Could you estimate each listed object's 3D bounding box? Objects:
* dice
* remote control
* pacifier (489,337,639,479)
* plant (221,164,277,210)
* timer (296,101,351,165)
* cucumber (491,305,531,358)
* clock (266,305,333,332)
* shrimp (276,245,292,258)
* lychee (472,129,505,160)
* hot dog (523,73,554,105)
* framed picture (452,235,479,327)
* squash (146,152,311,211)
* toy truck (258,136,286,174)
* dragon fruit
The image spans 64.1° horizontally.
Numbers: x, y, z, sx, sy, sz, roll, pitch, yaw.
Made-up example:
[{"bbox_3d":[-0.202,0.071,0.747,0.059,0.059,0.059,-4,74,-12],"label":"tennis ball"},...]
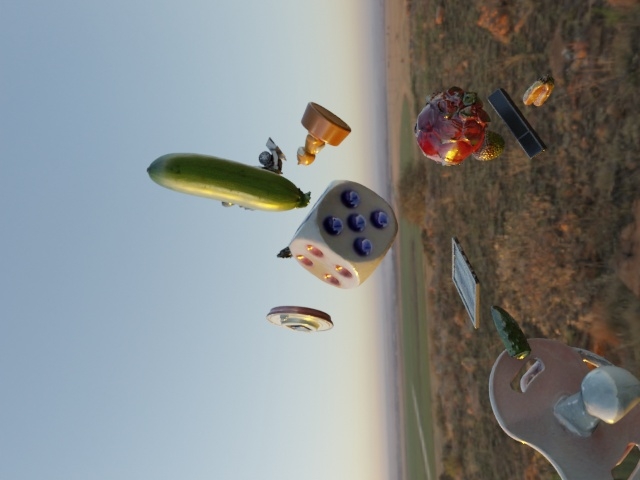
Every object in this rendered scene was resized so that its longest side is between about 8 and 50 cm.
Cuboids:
[{"bbox_3d":[0.067,-0.015,1.574,0.243,0.251,0.259,-56,5,-21],"label":"dice"},{"bbox_3d":[0.612,-0.365,1.595,0.025,0.063,0.245,-14,-111,-51],"label":"remote control"},{"bbox_3d":[0.469,0.313,0.920,0.220,0.332,0.273,-51,-22,9],"label":"pacifier"},{"bbox_3d":[-0.261,-0.175,1.654,0.146,0.274,0.149,17,-98,-44],"label":"plant"},{"bbox_3d":[-0.014,-0.259,1.322,0.152,0.132,0.132,-55,8,20],"label":"timer"},{"bbox_3d":[0.360,0.168,0.968,0.067,0.035,0.108,22,-139,-46],"label":"cucumber"},{"bbox_3d":[-0.074,0.288,1.825,0.244,0.244,0.056,74,-160,-67],"label":"clock"},{"bbox_3d":[0.000,0.000,1.964,0.233,0.364,0.071,78,176,-78],"label":"shrimp"},{"bbox_3d":[0.615,-0.355,1.902,0.114,0.146,0.114,178,90,-80],"label":"lychee"},{"bbox_3d":[0.515,-0.353,1.199,0.133,0.056,0.041,33,-113,-80],"label":"hot dog"},{"bbox_3d":[0.481,0.131,1.697,0.265,0.018,0.192,-96,-4,-58],"label":"framed picture"},{"bbox_3d":[-0.214,-0.140,1.241,0.107,0.394,0.107,-169,90,-72],"label":"squash"},{"bbox_3d":[-0.206,-0.281,2.129,0.136,0.111,0.286,49,-126,-68],"label":"toy truck"},{"bbox_3d":[0.348,-0.298,1.385,0.193,0.192,0.274,-59,-6,-24],"label":"dragon fruit"}]
